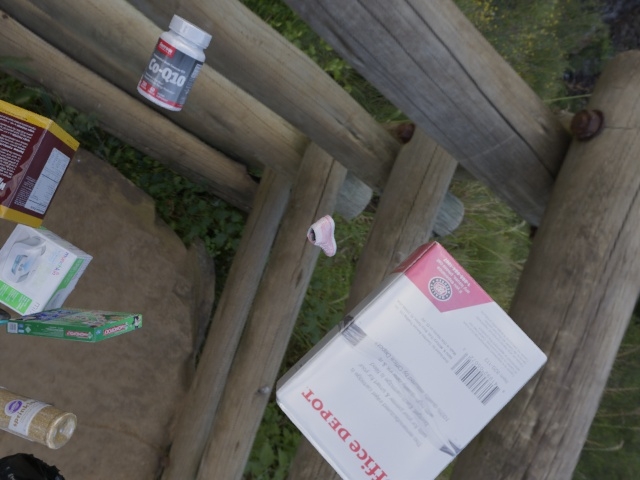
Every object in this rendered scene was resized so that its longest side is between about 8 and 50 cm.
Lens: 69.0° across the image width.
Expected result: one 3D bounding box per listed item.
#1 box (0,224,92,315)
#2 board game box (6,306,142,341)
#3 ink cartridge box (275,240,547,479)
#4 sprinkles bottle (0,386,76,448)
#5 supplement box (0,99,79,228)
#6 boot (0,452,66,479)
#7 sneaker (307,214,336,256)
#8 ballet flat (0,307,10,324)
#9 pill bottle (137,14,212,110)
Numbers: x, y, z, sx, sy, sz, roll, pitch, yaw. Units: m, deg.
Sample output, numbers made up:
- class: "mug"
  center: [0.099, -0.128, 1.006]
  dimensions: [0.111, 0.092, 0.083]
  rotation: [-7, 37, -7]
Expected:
- class: "box"
  center: [-0.967, 0.107, 1.593]
  dimensions: [0.231, 0.127, 0.261]
  rotation: [32, 86, 2]
- class: "board game box"
  center: [-0.761, 0.258, 1.455]
  dimensions: [0.318, 0.213, 0.046]
  rotation: [2, 92, 16]
- class: "ink cartridge box"
  center: [0.109, 0.172, 0.616]
  dimensions: [0.283, 0.117, 0.207]
  rotation: [-42, 86, -8]
- class: "sprinkles bottle"
  center: [-1.008, 0.592, 1.577]
  dimensions: [0.356, 0.121, 0.121]
  rotation: [11, 95, 15]
- class: "supplement box"
  center: [-0.604, -0.151, 0.867]
  dimensions: [0.192, 0.129, 0.194]
  rotation: [21, 81, -3]
- class: "boot"
  center: [-0.442, 0.371, 0.604]
  dimensions: [0.207, 0.247, 0.094]
  rotation: [-66, 161, -7]
- class: "sneaker"
  center: [0.000, 0.000, 1.200]
  dimensions: [0.070, 0.051, 0.134]
  rotation: [-30, 141, -24]
- class: "ballet flat"
  center: [-0.812, 0.175, 1.057]
  dimensions: [0.095, 0.281, 0.096]
  rotation: [9, 63, -63]
- class: "pill bottle"
  center: [-0.498, -0.607, 1.601]
  dimensions: [0.161, 0.161, 0.283]
  rotation: [22, 109, -29]
